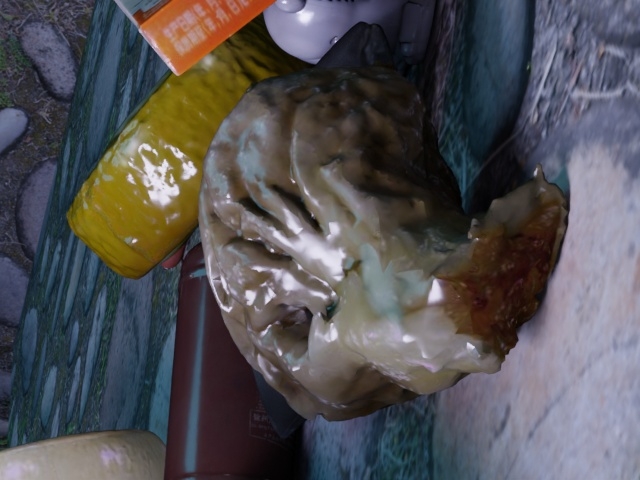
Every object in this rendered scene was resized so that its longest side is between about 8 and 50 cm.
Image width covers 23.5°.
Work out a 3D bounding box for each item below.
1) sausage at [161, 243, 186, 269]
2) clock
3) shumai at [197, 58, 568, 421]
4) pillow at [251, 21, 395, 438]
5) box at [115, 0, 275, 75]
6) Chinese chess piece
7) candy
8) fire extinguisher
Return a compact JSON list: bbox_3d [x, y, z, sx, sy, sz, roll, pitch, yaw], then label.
[{"bbox_3d":[-0.152,-0.046,1.755,0.029,0.029,0.223,-97,23,-47],"label":"sausage"},{"bbox_3d":[0.002,-0.167,1.109,0.176,0.117,0.080,-145,66,-74],"label":"clock"},{"bbox_3d":[0.037,0.006,0.823,0.175,0.166,0.206,17,128,63],"label":"shumai"},{"bbox_3d":[0.000,0.000,1.032,0.186,0.106,0.249,133,142,-66],"label":"pillow"},{"bbox_3d":[-0.023,-0.232,1.076,0.273,0.048,0.265,-39,19,-1],"label":"box"},{"bbox_3d":[-0.272,0.273,1.540,0.270,0.270,0.112,134,124,-64],"label":"Chinese chess piece"},{"bbox_3d":[-0.108,-0.080,1.312,0.260,0.118,0.260,-52,3,4],"label":"candy"},{"bbox_3d":[-0.062,0.091,1.238,0.138,0.102,0.344,61,-152,-61],"label":"fire extinguisher"}]
